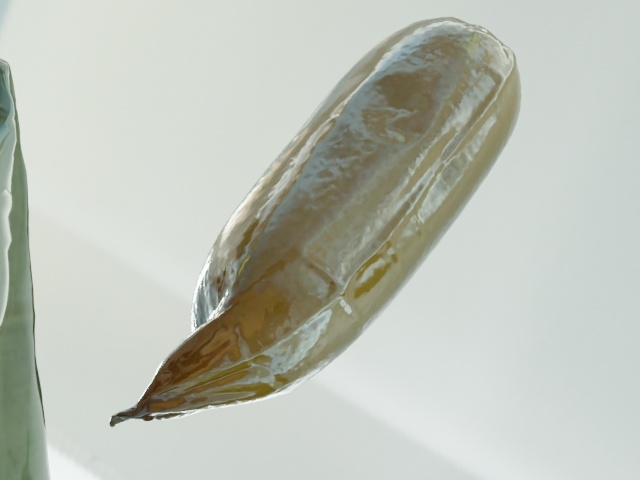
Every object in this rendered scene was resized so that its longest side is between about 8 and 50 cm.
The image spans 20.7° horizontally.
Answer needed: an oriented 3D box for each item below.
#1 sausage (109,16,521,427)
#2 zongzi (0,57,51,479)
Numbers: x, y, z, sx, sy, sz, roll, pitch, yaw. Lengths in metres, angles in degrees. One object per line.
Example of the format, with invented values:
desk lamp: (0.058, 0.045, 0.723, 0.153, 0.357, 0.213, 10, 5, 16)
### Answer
sausage: (0.002, -0.002, 0.967, 0.112, 0.328, 0.112, 26, -36, 20)
zongzi: (-0.187, 0.177, 0.343, 0.181, 0.447, 0.418, 9, -77, 19)
